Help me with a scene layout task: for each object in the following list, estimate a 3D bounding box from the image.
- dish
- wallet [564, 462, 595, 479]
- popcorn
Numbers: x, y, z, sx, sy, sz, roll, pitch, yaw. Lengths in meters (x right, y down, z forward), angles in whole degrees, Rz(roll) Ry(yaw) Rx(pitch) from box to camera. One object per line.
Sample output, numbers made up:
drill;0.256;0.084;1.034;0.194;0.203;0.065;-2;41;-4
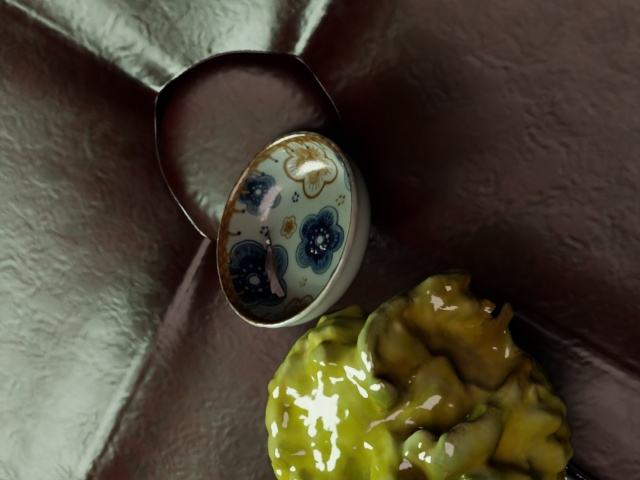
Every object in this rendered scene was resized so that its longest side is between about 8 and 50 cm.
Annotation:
dish;0.000;0.000;1.207;0.141;0.078;0.141;-18;63;42
wallet;0.215;0.274;1.263;0.222;0.036;0.167;35;116;2
popcorn;0.069;0.133;1.173;0.218;0.169;0.189;24;139;-8
